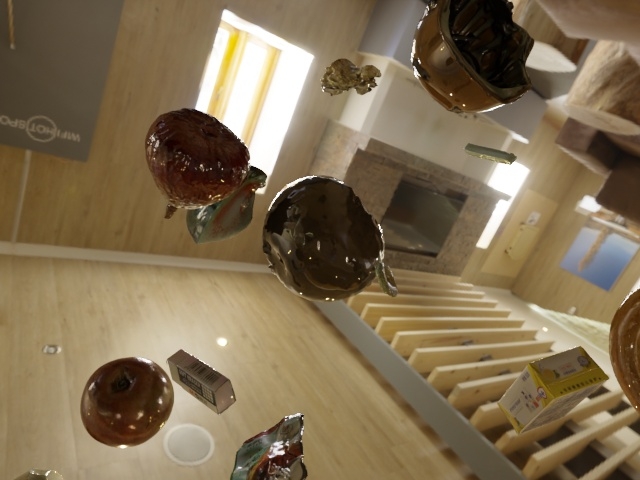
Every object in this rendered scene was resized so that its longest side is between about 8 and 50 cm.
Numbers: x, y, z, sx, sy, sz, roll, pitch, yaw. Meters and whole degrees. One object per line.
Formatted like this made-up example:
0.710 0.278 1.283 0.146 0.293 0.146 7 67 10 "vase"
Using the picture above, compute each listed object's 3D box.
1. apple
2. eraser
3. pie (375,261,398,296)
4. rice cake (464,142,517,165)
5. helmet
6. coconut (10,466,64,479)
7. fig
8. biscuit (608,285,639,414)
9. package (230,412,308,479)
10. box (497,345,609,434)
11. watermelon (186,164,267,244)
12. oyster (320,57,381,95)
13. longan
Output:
-0.424 0.351 0.903 0.188 0.173 0.188 6 -136 -6 "apple"
-0.448 0.519 1.523 0.287 0.130 0.086 18 -145 33 "eraser"
0.141 0.085 0.873 0.084 0.020 0.084 49 -154 -34 "pie"
0.537 -0.277 1.296 0.030 0.042 0.180 48 172 -39 "rice cake"
0.219 -0.282 0.632 0.198 0.224 0.130 37 151 -14 "helmet"
-0.783 0.723 1.062 0.222 0.202 0.202 -32 -139 -17 "coconut"
-0.163 -0.082 0.485 0.119 0.153 0.119 46 -171 -9 "fig"
0.391 0.116 0.435 0.033 0.224 0.144 -4 -162 -38 "biscuit"
-0.103 0.426 0.800 0.040 0.166 0.232 63 179 -8 "package"
0.605 0.403 1.088 0.168 0.265 0.097 -14 -132 -10 "box"
-0.295 -0.090 1.284 0.320 0.289 0.213 -12 134 34 "watermelon"
0.082 -0.398 0.996 0.163 0.081 0.191 -9 -161 -42 "oyster"
-0.004 0.006 1.378 0.436 0.404 0.404 45 -175 -26 "longan"
